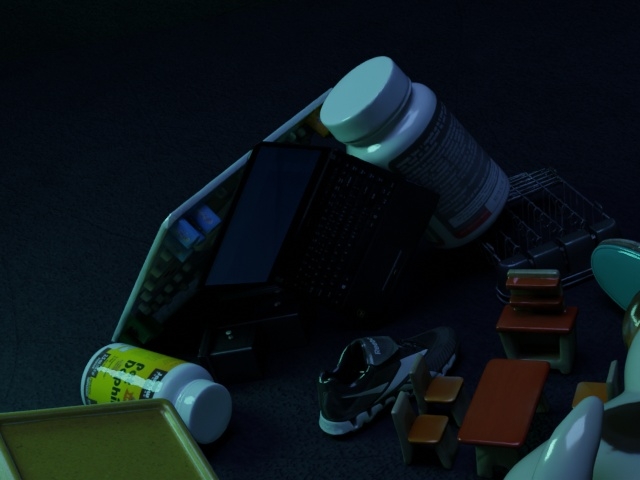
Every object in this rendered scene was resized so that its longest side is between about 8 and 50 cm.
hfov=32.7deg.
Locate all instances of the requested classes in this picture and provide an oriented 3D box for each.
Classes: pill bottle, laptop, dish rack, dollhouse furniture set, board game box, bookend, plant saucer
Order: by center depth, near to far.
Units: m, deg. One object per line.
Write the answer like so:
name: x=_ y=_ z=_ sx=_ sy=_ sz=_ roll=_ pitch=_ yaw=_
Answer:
plant saucer: x=-0.237 y=0.292 z=1.227 sx=0.333 sy=0.081 sz=0.332 roll=0 pitch=36 yaw=-38
dollhouse furniture set: x=0.244 y=0.165 z=1.361 sx=0.262 sy=0.135 sz=0.259 roll=0 pitch=34 yaw=27
pill bottle: x=-0.229 y=0.219 z=1.535 sx=0.215 sy=0.117 sz=0.117 roll=10 pitch=40 yaw=38
laptop: x=0.000 y=0.000 z=1.538 sx=0.264 sy=0.234 sz=0.136 roll=24 pitch=20 yaw=0
pill bottle: x=0.142 y=-0.132 z=1.635 sx=0.161 sy=0.283 sz=0.161 roll=-34 pitch=30 yaw=22
bookend: x=-0.089 y=0.141 z=1.637 sx=0.156 sy=0.072 sz=0.157 roll=-10 pitch=32 yaw=12
dish rack: x=0.325 y=-0.020 z=1.691 sx=0.208 sy=0.074 sz=0.271 roll=-20 pitch=29 yaw=-7
board game box: x=-0.140 y=-0.021 z=1.704 sx=0.050 sy=0.390 sz=0.390 roll=42 pitch=53 yaw=6

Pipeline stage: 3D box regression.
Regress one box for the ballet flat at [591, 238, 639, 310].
ballet flat: x=0.496 y=0.079 z=1.432 sx=0.106 sy=0.107 sz=0.316 roll=-11 pitch=30 yaw=-30

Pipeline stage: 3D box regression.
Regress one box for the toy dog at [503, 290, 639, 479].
toy dog: x=0.318 y=0.211 z=1.018 sx=0.285 sy=0.395 sz=0.408 roll=4 pitch=43 yaw=50

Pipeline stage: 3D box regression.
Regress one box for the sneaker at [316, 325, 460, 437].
sneaker: x=0.090 y=0.166 z=1.469 sx=0.234 sy=0.106 sz=0.078 roll=-29 pitch=33 yaw=-19
